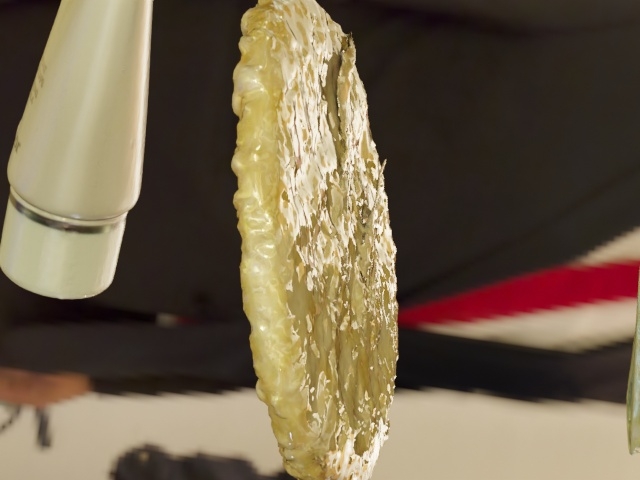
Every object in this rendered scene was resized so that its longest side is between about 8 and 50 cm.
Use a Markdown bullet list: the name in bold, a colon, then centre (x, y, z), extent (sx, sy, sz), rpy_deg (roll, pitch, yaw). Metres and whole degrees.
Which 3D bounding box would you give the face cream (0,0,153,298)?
- **face cream**: centre (-0.143, -0.113, 1.247), extent (0.143, 0.089, 0.314), rpy_deg (-106, -151, -63)

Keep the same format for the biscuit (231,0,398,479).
- **biscuit**: centre (0.001, 0.000, 0.787), extent (0.220, 0.033, 0.220), rpy_deg (-6, 90, -76)

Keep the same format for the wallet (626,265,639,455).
- **wallet**: centre (0.349, 0.055, 1.187), extent (0.223, 0.309, 0.077), rpy_deg (83, 7, -49)
